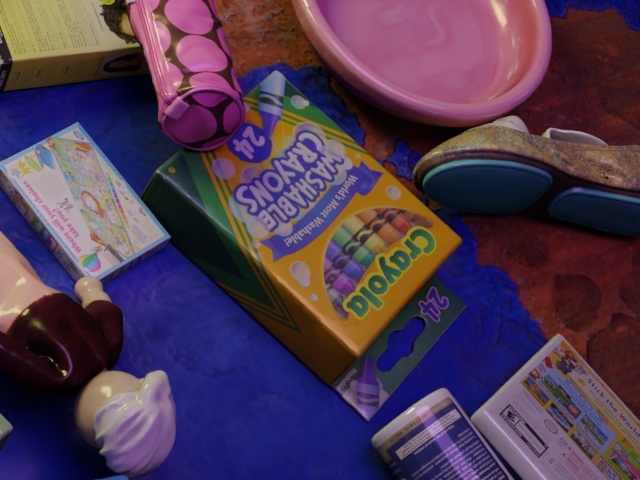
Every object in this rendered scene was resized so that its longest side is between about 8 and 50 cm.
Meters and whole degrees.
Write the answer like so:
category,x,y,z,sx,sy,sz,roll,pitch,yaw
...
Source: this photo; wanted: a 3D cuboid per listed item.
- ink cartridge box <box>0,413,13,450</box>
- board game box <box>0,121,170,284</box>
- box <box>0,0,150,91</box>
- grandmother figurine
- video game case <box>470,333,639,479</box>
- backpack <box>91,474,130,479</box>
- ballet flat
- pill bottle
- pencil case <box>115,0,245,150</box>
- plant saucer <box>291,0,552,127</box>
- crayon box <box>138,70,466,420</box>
category,x,y,z,sx,sy,sz,roll,pitch,yaw
ink cartridge box,-0.359,0.225,1.113,0.056,0.171,0.235,46,54,5
board game box,-0.236,-0.033,1.414,0.103,0.026,0.154,-33,79,-36
box,-0.242,-0.216,1.500,0.232,0.058,0.087,-13,67,-30
grandmother figurine,-0.253,0.074,1.268,0.342,0.104,0.208,44,35,15
video game case,0.277,0.222,1.473,0.227,0.026,0.206,48,36,8
backpack,-0.196,0.258,1.203,0.101,0.120,0.098,-10,67,-30
ballet flat,0.246,-0.084,1.620,0.349,0.123,0.123,9,58,-27
pill bottle,0.133,0.236,1.388,0.094,0.094,0.169,-28,76,-35
pencil case,-0.143,-0.194,1.428,0.098,0.095,0.209,31,32,-54
plant saucer,0.109,-0.265,1.679,0.332,0.084,0.332,12,57,-19
crayon box,0.000,0.000,1.472,0.323,0.083,0.203,43,53,2
